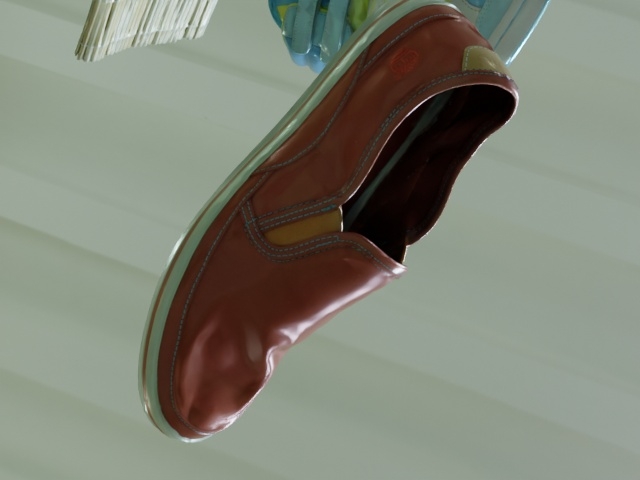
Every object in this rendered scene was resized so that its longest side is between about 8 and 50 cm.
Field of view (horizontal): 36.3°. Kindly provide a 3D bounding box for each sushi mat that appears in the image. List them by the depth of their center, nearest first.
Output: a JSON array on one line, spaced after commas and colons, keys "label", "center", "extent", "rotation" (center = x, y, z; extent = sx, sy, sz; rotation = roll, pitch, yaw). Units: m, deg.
[{"label": "sushi mat", "center": [-0.128, -0.273, 0.898], "extent": [0.151, 0.316, 0.019], "rotation": [-24, -105, -34]}]

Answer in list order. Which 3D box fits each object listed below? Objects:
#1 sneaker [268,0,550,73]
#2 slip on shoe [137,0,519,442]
[{"label": "sneaker", "center": [0.069, -0.220, 0.871], "extent": [0.208, 0.319, 0.127], "rotation": [23, -119, -12]}, {"label": "slip on shoe", "center": [0.000, 0.000, 0.613], "extent": [0.331, 0.123, 0.101], "rotation": [-52, -129, 7]}]
